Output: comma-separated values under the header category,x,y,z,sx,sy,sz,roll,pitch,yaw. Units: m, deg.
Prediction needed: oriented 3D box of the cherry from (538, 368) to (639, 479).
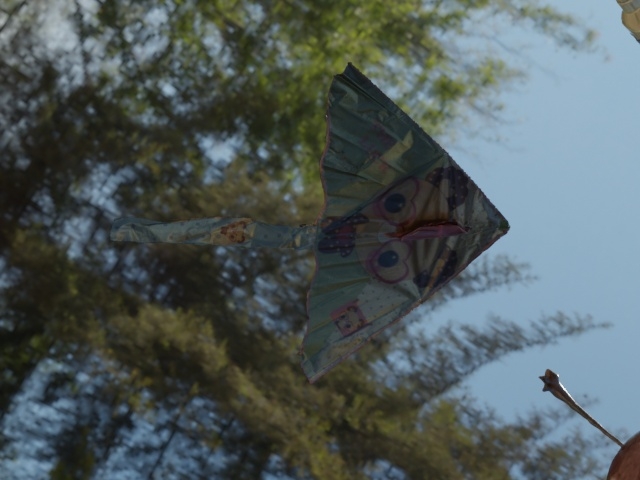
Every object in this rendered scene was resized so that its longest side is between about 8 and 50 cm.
category,x,y,z,sx,sy,sz,roll,pitch,yaw
cherry,0.207,0.148,0.666,0.148,0.188,0.115,-39,168,-49

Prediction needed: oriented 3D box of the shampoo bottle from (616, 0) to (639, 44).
category,x,y,z,sx,sy,sz,roll,pitch,yaw
shampoo bottle,0.228,-0.136,0.745,0.034,0.141,0.049,-32,-146,31

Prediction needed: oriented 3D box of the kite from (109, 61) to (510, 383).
category,x,y,z,sx,sy,sz,roll,pitch,yaw
kite,0.000,-0.001,0.675,0.012,0.250,0.229,-113,-153,-56
